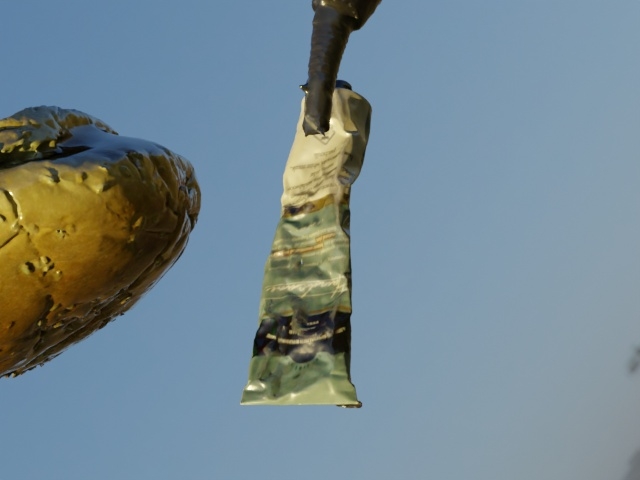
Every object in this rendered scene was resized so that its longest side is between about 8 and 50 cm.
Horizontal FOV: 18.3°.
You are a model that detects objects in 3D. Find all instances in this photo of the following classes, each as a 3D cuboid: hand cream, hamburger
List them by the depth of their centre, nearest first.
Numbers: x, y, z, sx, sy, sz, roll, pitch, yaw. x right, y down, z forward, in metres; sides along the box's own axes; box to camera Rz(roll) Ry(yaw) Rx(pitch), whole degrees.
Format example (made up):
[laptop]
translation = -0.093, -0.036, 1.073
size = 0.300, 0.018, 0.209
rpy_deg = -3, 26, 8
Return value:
[hand cream]
translation = 0.001, 0.000, 1.354
size = 0.052, 0.075, 0.248
rpy_deg = 37, -129, -49
[hamburger]
translation = -0.191, -0.007, 1.430
size = 0.211, 0.132, 0.309
rpy_deg = -36, -11, 9

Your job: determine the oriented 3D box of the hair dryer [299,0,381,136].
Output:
[hair dryer]
translation = 0.060, -0.172, 1.181
size = 0.120, 0.303, 0.359
rpy_deg = -37, 28, 47
